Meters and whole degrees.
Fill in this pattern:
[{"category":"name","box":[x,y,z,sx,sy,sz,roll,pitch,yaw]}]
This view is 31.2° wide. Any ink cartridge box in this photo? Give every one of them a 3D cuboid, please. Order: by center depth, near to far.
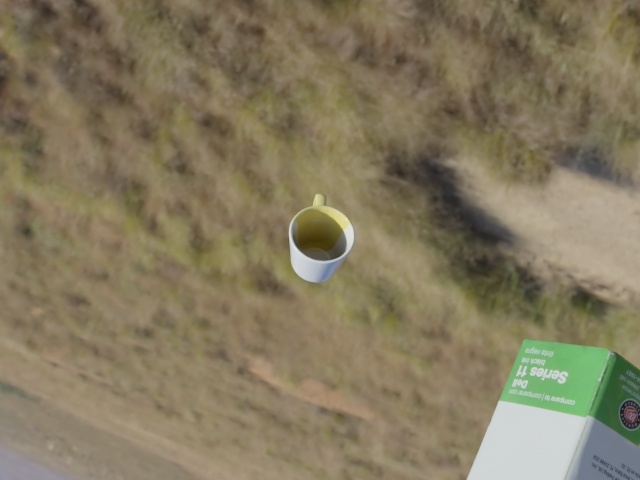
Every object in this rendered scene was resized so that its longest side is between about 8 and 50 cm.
[{"category":"ink cartridge box","box":[0.171,0.193,0.763,0.153,0.208,0.087,35,162,-31]}]

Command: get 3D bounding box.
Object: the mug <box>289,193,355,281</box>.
[{"category":"mug","box":[0.002,0.003,1.100,0.062,0.078,0.064,31,151,10]}]
